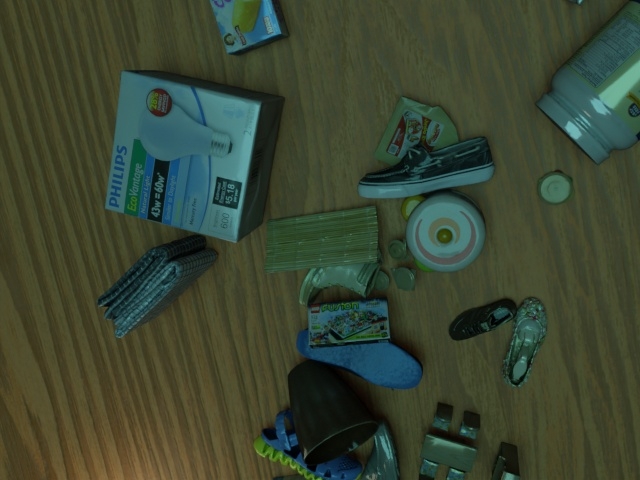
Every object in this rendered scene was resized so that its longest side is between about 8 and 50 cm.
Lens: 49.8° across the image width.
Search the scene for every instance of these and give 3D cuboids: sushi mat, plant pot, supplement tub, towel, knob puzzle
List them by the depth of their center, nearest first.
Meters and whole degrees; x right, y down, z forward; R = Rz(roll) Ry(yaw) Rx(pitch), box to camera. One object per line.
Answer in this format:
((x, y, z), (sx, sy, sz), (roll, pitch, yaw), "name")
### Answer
((0.657, -0.346, 1.492), (0.235, 0.235, 0.325), (44, 108, 0), "supplement tub")
((0.255, -0.248, 1.711), (0.213, 0.030, 0.213), (3, 116, 7), "knob puzzle")
((0.000, 0.000, 1.778), (0.316, 0.019, 0.151), (-7, 65, 21), "sushi mat")
((0.008, 0.437, 1.828), (0.215, 0.215, 0.230), (-40, 58, 18), "plant pot")
((-0.437, 0.109, 1.848), (0.284, 0.235, 0.121), (-42, 87, 17), "towel")

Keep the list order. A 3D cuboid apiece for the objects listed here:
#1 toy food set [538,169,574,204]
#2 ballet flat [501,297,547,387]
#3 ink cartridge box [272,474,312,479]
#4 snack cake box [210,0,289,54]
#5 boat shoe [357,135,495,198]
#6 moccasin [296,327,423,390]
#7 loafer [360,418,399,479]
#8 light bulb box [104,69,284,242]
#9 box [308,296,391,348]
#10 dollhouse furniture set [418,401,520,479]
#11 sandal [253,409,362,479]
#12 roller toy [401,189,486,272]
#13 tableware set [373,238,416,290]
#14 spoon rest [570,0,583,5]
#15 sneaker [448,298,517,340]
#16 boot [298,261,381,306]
((0.570, -0.127, 1.673), (0.083, 0.020, 0.082), (-14, 99, 16), "toy food set")
((0.520, 0.267, 1.744), (0.091, 0.077, 0.241), (11, 104, 11), "ballet flat")
((-0.047, 0.734, 1.987), (0.181, 0.061, 0.104), (-13, 100, 15), "ink cartridge box")
((-0.194, -0.610, 1.704), (0.152, 0.089, 0.264), (-16, 98, 15), "snack cake box")
((0.249, -0.183, 1.675), (0.335, 0.121, 0.119), (-11, 107, 2), "boat shoe")
((0.110, 0.289, 1.828), (0.342, 0.117, 0.137), (20, 94, 13), "moccasin")
((0.163, 0.643, 1.893), (0.111, 0.112, 0.319), (-7, 102, 6), "loafer")
((-0.316, -0.223, 1.749), (0.361, 0.225, 0.358), (14, 105, 9), "light bulb box")
((0.073, 0.211, 1.772), (0.207, 0.036, 0.114), (-6, 65, 8), "box")
((0.384, 0.582, 1.802), (0.242, 0.161, 0.212), (15, 105, 9), "dollhouse furniture set")
((-0.030, 0.572, 1.909), (0.317, 0.126, 0.138), (19, 99, 14), "sandal")
((0.307, -0.026, 1.690), (0.191, 0.146, 0.209), (-12, 99, 15), "roller toy")
((0.174, 0.064, 1.777), (0.169, 0.020, 0.141), (-4, 102, 41), "tableware set")
((0.483, -0.611, 1.565), (0.276, 0.084, 0.137), (36, 107, 17), "spoon rest")
((0.410, 0.205, 1.758), (0.188, 0.071, 0.066), (-31, 94, 17), "sneaker")
((0.049, 0.113, 1.805), (0.165, 0.077, 0.213), (31, 104, 17), "boot")
